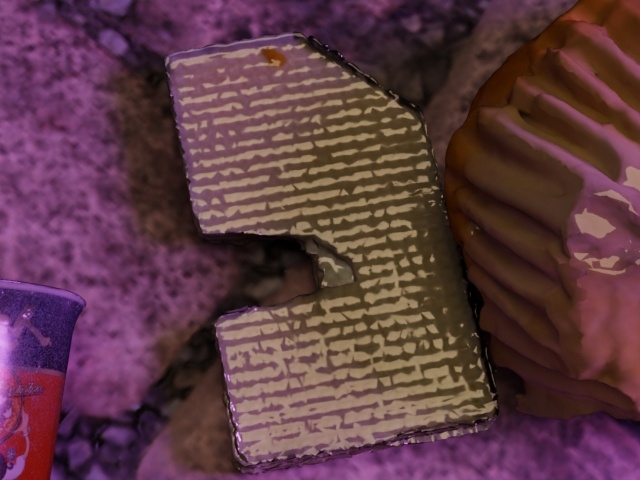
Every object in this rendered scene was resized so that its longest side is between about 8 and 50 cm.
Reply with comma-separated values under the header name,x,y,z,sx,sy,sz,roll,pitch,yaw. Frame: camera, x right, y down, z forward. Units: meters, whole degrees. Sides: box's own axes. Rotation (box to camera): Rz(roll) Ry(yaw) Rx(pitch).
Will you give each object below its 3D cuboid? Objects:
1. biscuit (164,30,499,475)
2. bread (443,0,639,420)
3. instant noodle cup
name,x,y,z,sx,sy,sz,roll,pitch,yaw
biscuit,0.000,0.000,0.698,0.147,0.046,0.250,-12,73,-7
bread,0.259,-0.050,0.646,0.388,0.183,0.236,-14,117,-12
instant noodle cup,-0.181,0.092,0.622,0.127,0.127,0.136,1,79,-3
